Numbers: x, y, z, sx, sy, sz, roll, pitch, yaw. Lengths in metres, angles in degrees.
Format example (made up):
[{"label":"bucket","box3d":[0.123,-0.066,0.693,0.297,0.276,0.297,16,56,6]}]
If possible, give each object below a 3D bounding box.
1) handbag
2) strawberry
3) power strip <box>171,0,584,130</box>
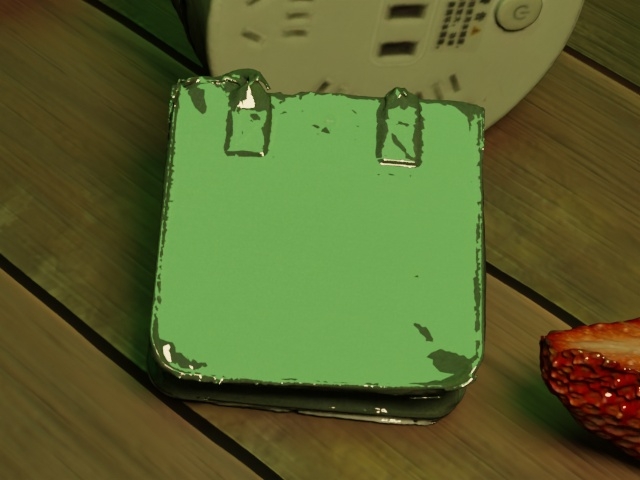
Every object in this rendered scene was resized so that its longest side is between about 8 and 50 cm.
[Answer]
[{"label":"handbag","box3d":[0.000,0.000,1.306,0.248,0.079,0.260,4,67,0]},{"label":"strawberry","box3d":[0.273,0.120,1.239,0.236,0.106,0.175,8,13,13]},{"label":"power strip","box3d":[0.034,-0.228,1.433,0.357,0.357,0.161,-11,43,-17]}]
